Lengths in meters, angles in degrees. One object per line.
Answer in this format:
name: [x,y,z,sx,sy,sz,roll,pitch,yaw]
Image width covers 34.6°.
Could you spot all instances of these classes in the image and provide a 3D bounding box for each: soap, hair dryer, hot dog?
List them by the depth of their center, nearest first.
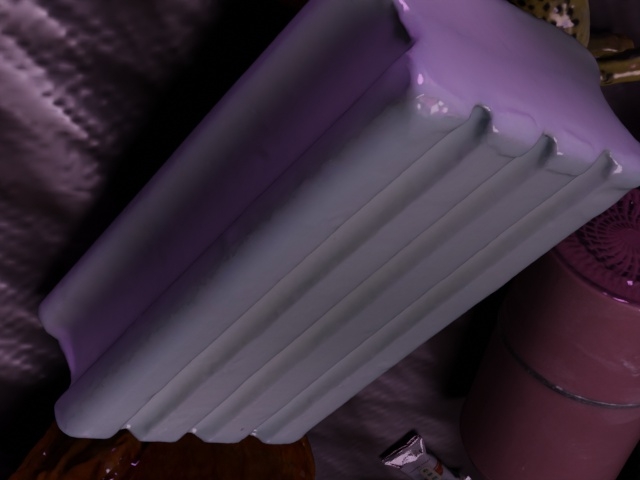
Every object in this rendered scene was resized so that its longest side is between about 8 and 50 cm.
soap: [0.000,0.000,0.491,0.160,0.087,0.265,10,139,-42]
hot dog: [-0.095,0.155,0.617,0.160,0.099,0.227,-45,140,11]
hair dryer: [0.273,0.053,0.768,0.353,0.125,0.210,-16,137,-31]

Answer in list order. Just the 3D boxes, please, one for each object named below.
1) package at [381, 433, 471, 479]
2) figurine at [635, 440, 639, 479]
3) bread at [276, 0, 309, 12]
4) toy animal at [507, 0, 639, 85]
package: [0.088,0.187,0.834,0.037,0.015,0.110,-36,138,9]
figurine: [0.292,0.311,0.961,0.382,0.205,0.224,-33,138,10]
bread: [0.027,-0.175,0.418,0.193,0.064,0.193,-20,132,-23]
toy animal: [0.124,-0.128,0.522,0.136,0.073,0.181,-13,138,-13]
